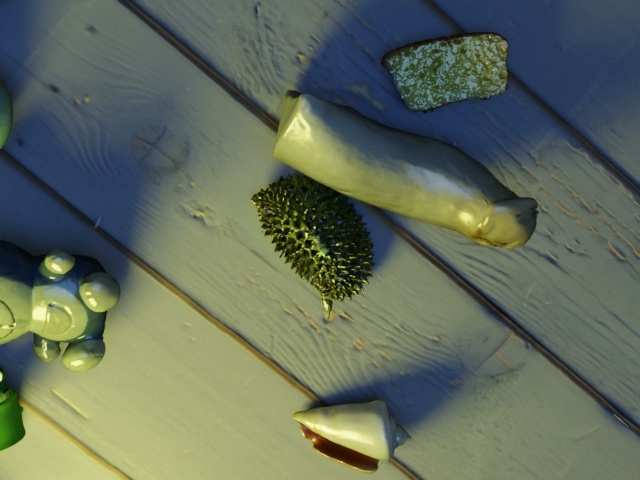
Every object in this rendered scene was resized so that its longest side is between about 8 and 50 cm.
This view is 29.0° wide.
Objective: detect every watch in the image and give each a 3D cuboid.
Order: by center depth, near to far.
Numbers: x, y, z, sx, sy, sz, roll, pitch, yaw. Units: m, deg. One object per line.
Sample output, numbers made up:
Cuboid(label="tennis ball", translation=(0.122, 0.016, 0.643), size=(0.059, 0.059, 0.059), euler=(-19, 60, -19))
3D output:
Cuboid(label="watch", translation=(-0.509, 0.266, 1.777), size=(0.165, 0.152, 0.131), euler=(-8, 104, -6))

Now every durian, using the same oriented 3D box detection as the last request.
Cuboid(label="durian", translation=(0.005, 0.000, 1.812), size=(0.137, 0.095, 0.221), euler=(-34, 108, 2))

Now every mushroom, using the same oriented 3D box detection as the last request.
Cuboid(label="mushroom", translation=(0.123, -0.098, 1.767), size=(0.397, 0.177, 0.126), euler=(22, 89, -13))

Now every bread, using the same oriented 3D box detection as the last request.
Cuboid(label="bread", translation=(0.183, -0.246, 1.799), size=(0.187, 0.065, 0.103), euler=(-15, 103, -5))

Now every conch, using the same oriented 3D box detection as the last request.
Cuboid(label="conch", translation=(0.048, 0.294, 1.871), size=(0.176, 0.094, 0.104), euler=(-4, 140, -1))

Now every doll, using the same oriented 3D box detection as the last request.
Cuboid(label="doll", translation=(-0.422, 0.079, 1.743), size=(0.258, 0.154, 0.228), euler=(3, 138, -17))

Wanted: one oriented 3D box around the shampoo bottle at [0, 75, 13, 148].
Cuboid(label="shampoo bottle", translation=(-0.593, -0.184, 1.668), size=(0.349, 0.222, 0.151), euler=(4, 137, -16))
